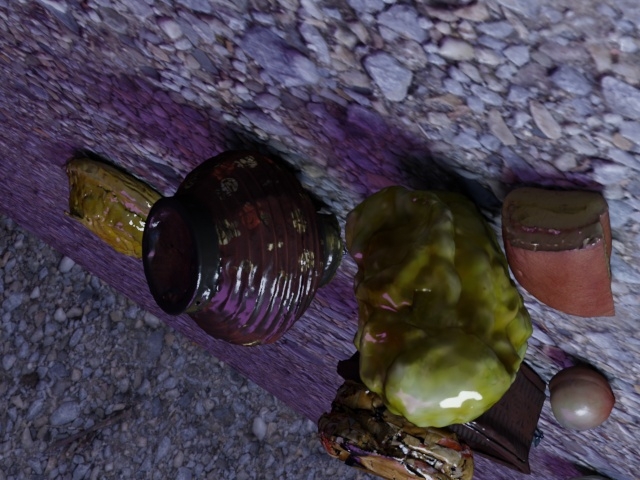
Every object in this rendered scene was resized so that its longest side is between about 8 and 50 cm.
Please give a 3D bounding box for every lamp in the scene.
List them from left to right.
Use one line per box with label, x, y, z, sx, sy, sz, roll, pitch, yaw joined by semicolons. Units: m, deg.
lamp;-0.090;0.009;1.446;0.247;0.247;0.247;31;166;9

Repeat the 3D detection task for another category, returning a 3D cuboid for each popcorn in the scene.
popcorn;0.106;0.052;1.166;0.286;0.173;0.225;-28;-81;-81

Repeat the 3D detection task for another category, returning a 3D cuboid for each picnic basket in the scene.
picnic basket;0.185;0.204;1.666;0.222;0.129;0.296;41;165;-35

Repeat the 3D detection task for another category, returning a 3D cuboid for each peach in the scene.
peach;0.317;0.192;1.445;0.083;0.083;0.083;31;166;9

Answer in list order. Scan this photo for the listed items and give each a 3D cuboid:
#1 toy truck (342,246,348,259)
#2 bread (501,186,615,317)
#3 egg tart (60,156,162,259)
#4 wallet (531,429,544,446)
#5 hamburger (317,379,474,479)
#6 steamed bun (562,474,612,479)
toy truck;0.000;0.000;1.600;0.083;0.024;0.032;40;135;-15
bread;0.212;0.009;1.074;0.119;0.067;0.192;26;164;27
egg tart;-0.351;-0.043;2.057;0.290;0.107;0.291;31;165;9
wallet;0.248;0.250;1.875;0.167;0.036;0.222;22;162;38
hamburger;0.103;0.276;1.605;0.231;0.107;0.231;26;163;8
steamed bun;0.459;0.447;1.936;0.182;0.106;0.183;29;169;6
